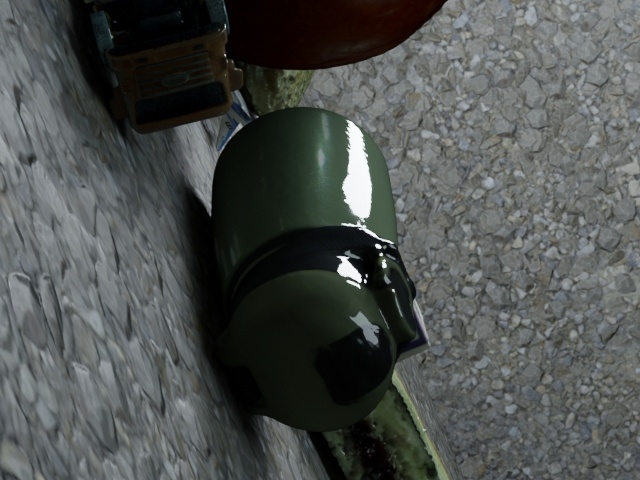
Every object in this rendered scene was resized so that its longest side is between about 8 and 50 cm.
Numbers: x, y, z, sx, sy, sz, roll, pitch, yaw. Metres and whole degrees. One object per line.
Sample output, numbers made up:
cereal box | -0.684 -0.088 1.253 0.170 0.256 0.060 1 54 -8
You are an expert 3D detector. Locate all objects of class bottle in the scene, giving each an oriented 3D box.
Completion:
bottle | -0.010 0.025 1.321 0.347 0.168 0.168 -97 164 -61

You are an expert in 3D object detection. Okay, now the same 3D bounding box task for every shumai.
shumai | -0.093 -0.296 2.107 0.272 0.203 0.222 -68 172 -46

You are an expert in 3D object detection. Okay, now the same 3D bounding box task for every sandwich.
sandwich | 0.053 0.196 1.576 0.288 0.099 0.254 56 12 -68

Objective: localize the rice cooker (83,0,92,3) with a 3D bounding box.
rice cooker | -0.177 -0.223 0.875 0.145 0.127 0.206 59 14 -53

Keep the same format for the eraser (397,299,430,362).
eraser | 0.024 0.023 1.864 0.081 0.124 0.279 -99 165 -69

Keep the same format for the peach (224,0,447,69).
peach | -0.060 -0.347 1.477 0.335 0.310 0.406 -35 -99 52

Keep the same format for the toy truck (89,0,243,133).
toy truck | -0.136 -0.188 1.266 0.257 0.108 0.140 -111 -171 -45

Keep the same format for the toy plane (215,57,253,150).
toy plane | -0.128 -0.208 1.653 0.226 0.058 0.226 67 -11 -11
